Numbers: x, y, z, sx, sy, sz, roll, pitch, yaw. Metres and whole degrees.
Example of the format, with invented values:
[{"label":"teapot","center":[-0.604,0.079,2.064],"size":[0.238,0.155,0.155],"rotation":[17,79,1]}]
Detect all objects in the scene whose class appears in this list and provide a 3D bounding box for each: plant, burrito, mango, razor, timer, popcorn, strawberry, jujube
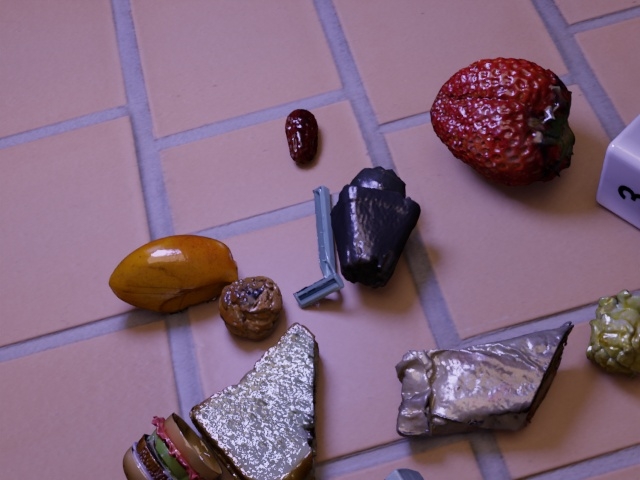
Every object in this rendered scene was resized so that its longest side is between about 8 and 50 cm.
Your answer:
[{"label":"plant","center":[0.105,-0.035,1.824],"size":[0.164,0.142,0.256],"rotation":[12,54,-7]},{"label":"burrito","center":[0.297,0.260,1.649],"size":[0.347,0.107,0.175],"rotation":[-11,72,3]},{"label":"mango","center":[-0.294,0.066,1.838],"size":[0.252,0.154,0.126],"rotation":[-9,48,-14]},{"label":"razor","center":[0.007,0.004,1.891],"size":[0.111,0.056,0.278],"rotation":[-29,42,33]},{"label":"timer","center":[0.679,-0.134,1.795],"size":[0.194,0.192,0.195],"rotation":[-42,61,-18]},{"label":"popcorn","center":[0.548,0.174,1.650],"size":[0.141,0.162,0.135],"rotation":[33,24,-13]},{"label":"strawberry","center":[0.367,-0.237,1.883],"size":[0.288,0.238,0.250],"rotation":[4,77,23]},{"label":"jujube","center":[-0.043,-0.229,2.034],"size":[0.077,0.077,0.129],"rotation":[-3,62,6]}]

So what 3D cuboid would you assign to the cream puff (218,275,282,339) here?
[{"label":"cream puff","center":[-0.133,0.124,1.801],"size":[0.133,0.104,0.119],"rotation":[-42,55,-20]}]

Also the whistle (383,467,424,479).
[{"label":"whistle","center":[0.248,0.457,1.495],"size":[0.163,0.163,0.290],"rotation":[-31,59,-12]}]

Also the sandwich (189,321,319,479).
[{"label":"sandwich","center":[-0.061,0.316,1.663],"size":[0.288,0.100,0.254],"rotation":[-41,54,-18]}]

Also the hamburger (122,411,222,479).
[{"label":"hamburger","center":[-0.266,0.394,1.610],"size":[0.137,0.175,0.175],"rotation":[-38,59,-4]}]
